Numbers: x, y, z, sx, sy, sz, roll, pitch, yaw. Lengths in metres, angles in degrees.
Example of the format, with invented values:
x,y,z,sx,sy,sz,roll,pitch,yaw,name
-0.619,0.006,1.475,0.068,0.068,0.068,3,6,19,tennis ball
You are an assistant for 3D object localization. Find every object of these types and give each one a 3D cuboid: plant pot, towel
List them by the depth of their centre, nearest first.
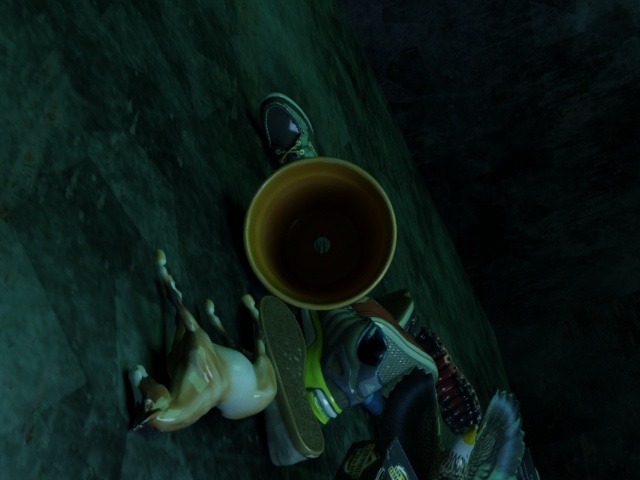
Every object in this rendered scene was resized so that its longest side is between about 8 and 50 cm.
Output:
x,y,z,sx,sy,sz,roll,pitch,yaw,name
0.000,0.000,1.158,0.188,0.205,0.205,85,-14,-83,plant pot
0.076,0.250,1.382,0.119,0.029,0.067,53,22,-48,towel

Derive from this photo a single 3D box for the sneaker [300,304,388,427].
x,y,z,sx,sy,sz,roll,pitch,yaw,name
0.041,0.148,1.208,0.300,0.121,0.111,-88,154,-56,sneaker

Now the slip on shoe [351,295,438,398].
x,y,z,sx,sy,sz,roll,pitch,yaw,name
0.126,0.200,1.476,0.331,0.123,0.101,48,20,-47,slip on shoe

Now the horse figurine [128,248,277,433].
x,y,z,sx,sy,sz,roll,pitch,yaw,name
-0.106,0.120,0.823,0.263,0.066,0.175,40,27,-59,horse figurine

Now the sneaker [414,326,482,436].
x,y,z,sx,sy,sz,roll,pitch,yaw,name
0.288,0.329,1.849,0.276,0.097,0.135,60,4,23,sneaker

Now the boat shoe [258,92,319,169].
x,y,z,sx,sy,sz,roll,pitch,yaw,name
-0.041,-0.147,1.385,0.069,0.081,0.228,-98,164,-53,boat shoe

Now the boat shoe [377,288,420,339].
x,y,z,sx,sy,sz,roll,pitch,yaw,name
0.161,0.172,1.665,0.092,0.102,0.285,63,9,-5,boat shoe

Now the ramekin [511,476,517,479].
x,y,z,sx,sy,sz,roll,pitch,yaw,name
0.387,0.603,1.852,0.273,0.127,0.273,-20,90,-76,ramekin

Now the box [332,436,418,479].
x,y,z,sx,sy,sz,roll,pitch,yaw,name
0.071,0.426,0.888,0.296,0.073,0.293,64,31,-18,box

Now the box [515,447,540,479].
x,y,z,sx,sy,sz,roll,pitch,yaw,name
0.508,0.660,2.154,0.156,0.158,0.093,-93,158,-51,box

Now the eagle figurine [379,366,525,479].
x,y,z,sx,sy,sz,roll,pitch,yaw,name
0.210,0.363,1.319,0.226,0.225,0.298,54,24,-10,eagle figurine

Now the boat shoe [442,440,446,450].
x,y,z,sx,sy,sz,roll,pitch,yaw,name
0.220,0.430,1.568,0.073,0.080,0.224,30,37,-61,boat shoe

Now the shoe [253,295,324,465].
x,y,z,sx,sy,sz,roll,pitch,yaw,name
-0.053,0.168,0.987,0.076,0.058,0.219,23,41,-44,shoe
